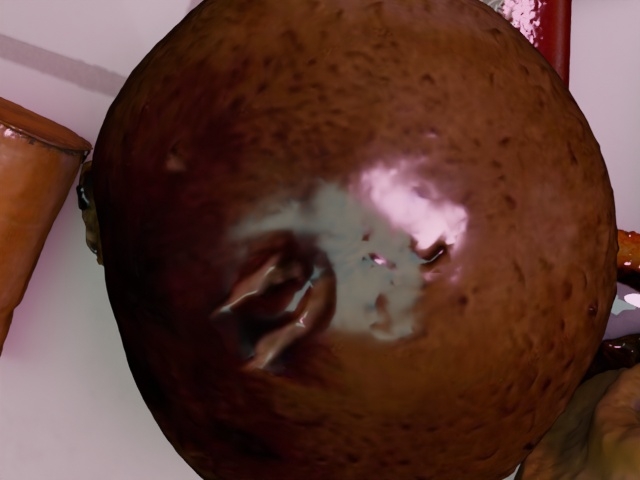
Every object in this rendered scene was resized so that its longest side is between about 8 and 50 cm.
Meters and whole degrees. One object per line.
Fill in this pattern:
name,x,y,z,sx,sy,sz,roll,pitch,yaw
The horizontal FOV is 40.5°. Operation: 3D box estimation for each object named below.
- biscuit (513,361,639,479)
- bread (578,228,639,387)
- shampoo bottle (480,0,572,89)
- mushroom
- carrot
biscuit,0.211,0.126,0.469,0.274,0.213,0.091,-29,101,40
bread,0.264,0.078,0.629,0.268,0.095,0.139,20,120,-1
shampoo bottle,0.121,-0.149,0.627,0.118,0.076,0.314,2,100,12
mushroom,0.007,0.019,0.577,0.334,0.356,0.331,-18,81,-6
carrot,-0.320,-0.005,0.712,0.196,0.196,0.254,28,101,8
